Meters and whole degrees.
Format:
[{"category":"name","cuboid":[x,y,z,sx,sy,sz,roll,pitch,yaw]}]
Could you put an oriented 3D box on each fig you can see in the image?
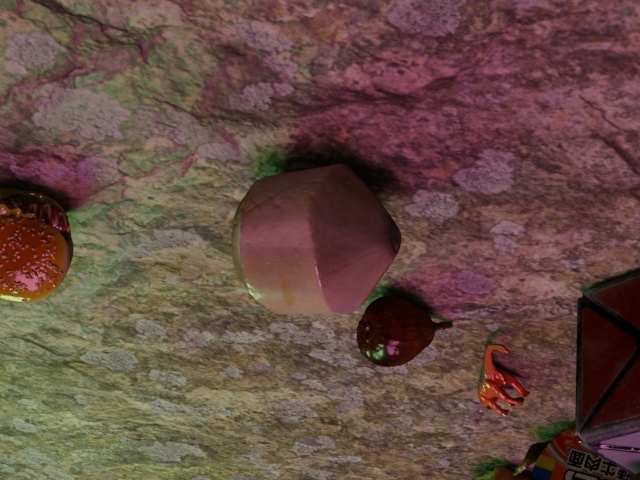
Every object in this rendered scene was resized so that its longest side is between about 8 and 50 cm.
[{"category":"fig","cuboid":[0.130,0.130,1.780,0.119,0.153,0.119,46,158,25]}]

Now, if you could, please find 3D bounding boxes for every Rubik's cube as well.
[{"category":"Rubik's cube","cuboid":[0.533,0.196,1.594,0.260,0.259,0.255,33,142,-28]}]

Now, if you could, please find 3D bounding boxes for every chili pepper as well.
[{"category":"chili pepper","cuboid":[0.477,0.465,2.169,0.085,0.076,0.359,-38,131,16]}]

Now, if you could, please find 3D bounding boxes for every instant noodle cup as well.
[{"category":"instant noodle cup","cuboid":[0.525,0.470,2.023,0.250,0.250,0.192,-9,148,28]}]

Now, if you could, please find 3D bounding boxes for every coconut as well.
[{"category":"coconut","cuboid":[0.000,0.000,1.516,0.222,0.202,0.202,-6,143,27]}]

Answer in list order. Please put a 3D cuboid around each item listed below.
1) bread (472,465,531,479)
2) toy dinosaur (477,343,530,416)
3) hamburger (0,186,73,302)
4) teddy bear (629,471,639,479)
[{"category":"bread","cuboid":[0.401,0.560,2.254,0.245,0.174,0.121,29,163,-22]},{"category":"toy dinosaur","cuboid":[0.305,0.246,1.912,0.101,0.055,0.279,32,150,11]},{"category":"hamburger","cuboid":[-0.477,0.004,1.704,0.210,0.173,0.116,10,-176,4]},{"category":"teddy bear","cuboid":[0.487,0.407,1.583,0.182,0.129,0.251,22,146,-23]}]
